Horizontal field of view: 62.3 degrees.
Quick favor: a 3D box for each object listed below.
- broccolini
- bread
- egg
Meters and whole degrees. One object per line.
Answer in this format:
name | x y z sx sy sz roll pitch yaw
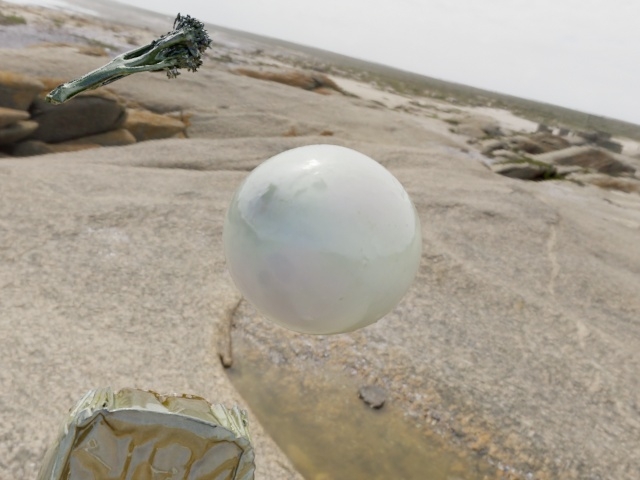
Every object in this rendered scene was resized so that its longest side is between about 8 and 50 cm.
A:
broccolini | -0.209 -0.189 0.605 0.058 0.074 0.201 43 63 6
bread | -0.172 0.250 0.505 0.192 0.210 0.110 16 -2 -20
egg | 0.000 0.000 0.777 0.283 0.283 0.345 24 7 24
